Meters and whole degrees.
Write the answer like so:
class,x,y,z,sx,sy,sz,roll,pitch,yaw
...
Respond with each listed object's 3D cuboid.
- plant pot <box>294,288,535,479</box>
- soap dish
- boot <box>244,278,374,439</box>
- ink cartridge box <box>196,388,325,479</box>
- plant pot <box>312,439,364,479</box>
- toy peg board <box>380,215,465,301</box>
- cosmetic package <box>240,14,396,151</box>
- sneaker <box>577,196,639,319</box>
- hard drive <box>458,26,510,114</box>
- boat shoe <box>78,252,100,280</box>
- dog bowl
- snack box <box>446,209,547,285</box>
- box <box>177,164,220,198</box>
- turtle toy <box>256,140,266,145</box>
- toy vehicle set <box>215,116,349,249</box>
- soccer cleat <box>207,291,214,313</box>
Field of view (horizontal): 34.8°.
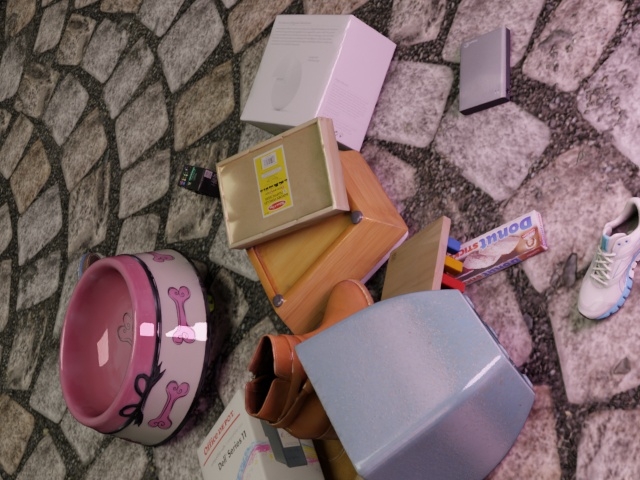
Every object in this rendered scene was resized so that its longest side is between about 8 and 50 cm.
class,x,y,z,sx,sy,sz,roll,pitch,yaw
plant pot,0.158,0.216,1.488,0.252,0.247,0.248,-37,47,7
soap dish,0.000,0.000,1.831,0.291,0.118,0.229,-47,45,19
boot,-0.021,0.176,1.649,0.109,0.220,0.283,-2,72,45
ink cartridge box,-0.103,0.391,1.723,0.207,0.119,0.353,-57,40,37
plant pot,0.025,0.335,1.721,0.236,0.032,0.236,-21,59,40
toy peg board,0.173,0.072,1.643,0.161,0.079,0.161,-38,32,52
cosmetic package,-0.006,-0.303,1.956,0.224,0.138,0.225,15,85,48
sneaker,0.406,0.020,1.429,0.071,0.083,0.191,35,100,46
hard drive,0.280,-0.288,1.740,0.094,0.022,0.135,-15,62,42
boat shoe,-0.510,0.110,2.359,0.066,0.066,0.183,-23,67,32
dog bowl,-0.391,0.209,2.069,0.408,0.150,0.408,-16,70,50
snack box,0.273,0.017,1.612,0.178,0.022,0.064,-28,53,35
box,-0.255,-0.127,2.193,0.083,0.062,0.052,13,83,48
turtle toy,-0.079,-0.165,2.016,0.130,0.095,0.066,11,44,47
toy vehicle set,-0.073,-0.096,1.801,0.267,0.035,0.166,-19,75,39
soccer cleat,-0.273,0.124,2.113,0.179,0.060,0.072,35,116,49
